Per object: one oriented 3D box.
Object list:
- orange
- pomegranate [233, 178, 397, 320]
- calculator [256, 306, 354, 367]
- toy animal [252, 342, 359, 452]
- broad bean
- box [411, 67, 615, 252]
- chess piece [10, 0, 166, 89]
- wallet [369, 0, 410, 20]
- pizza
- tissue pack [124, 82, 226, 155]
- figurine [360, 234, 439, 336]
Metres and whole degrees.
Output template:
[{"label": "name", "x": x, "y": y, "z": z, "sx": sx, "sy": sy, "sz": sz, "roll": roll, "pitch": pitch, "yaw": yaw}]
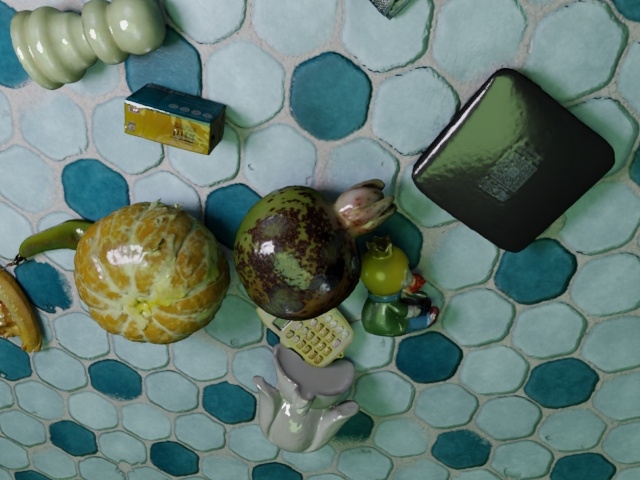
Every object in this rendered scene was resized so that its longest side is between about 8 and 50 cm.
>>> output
[{"label": "orange", "x": -0.361, "y": 0.071, "z": 1.216, "sx": 0.329, "sy": 0.249, "sz": 0.329, "roll": 5, "pitch": 127, "yaw": 7}, {"label": "pomegranate", "x": 0.000, "y": 0.000, "z": 1.109, "sx": 0.341, "sy": 0.285, "sz": 0.285, "roll": -32, "pitch": 112, "yaw": 13}, {"label": "calculator", "x": -0.030, "y": 0.201, "z": 1.337, "sx": 0.157, "sy": 0.033, "sz": 0.236, "roll": -44, "pitch": 99, "yaw": 7}, {"label": "toy animal", "x": -0.055, "y": 0.420, "z": 1.410, "sx": 0.272, "sy": 0.206, "sz": 0.265, "roll": 19, "pitch": 119, "yaw": -6}, {"label": "broad bean", "x": -0.622, "y": 0.000, "z": 1.326, "sx": 0.325, "sy": 0.067, "sz": 0.075, "roll": -14, "pitch": 88, "yaw": 20}, {"label": "box", "x": 0.361, "y": -0.144, "z": 1.068, "sx": 0.290, "sy": 0.073, "sz": 0.289, "roll": 32, "pitch": 120, "yaw": -11}, {"label": "chess piece", "x": -0.407, "y": -0.377, "z": 1.017, "sx": 0.251, "sy": 0.144, "sz": 0.144, "roll": -12, "pitch": 119, "yaw": 10}, {"label": "wallet", "x": 0.105, "y": -0.450, "z": 0.945, "sx": 0.088, "sy": 0.026, "sz": 0.129, "roll": -38, "pitch": 109, "yaw": 26}, {"label": "pizza", "x": -0.858, "y": 0.158, "z": 1.450, "sx": 0.182, "sy": 0.074, "sz": 0.365, "roll": -15, "pitch": 117, "yaw": 8}, {"label": "tissue pack", "x": -0.280, "y": -0.234, "z": 1.087, "sx": 0.169, "sy": 0.120, "sz": 0.082, "roll": 15, "pitch": 121, "yaw": -2}, {"label": "figurine", "x": 0.173, "y": 0.094, "z": 1.226, "sx": 0.185, "sy": 0.127, "sz": 0.234, "roll": -2, "pitch": 108, "yaw": -4}]
